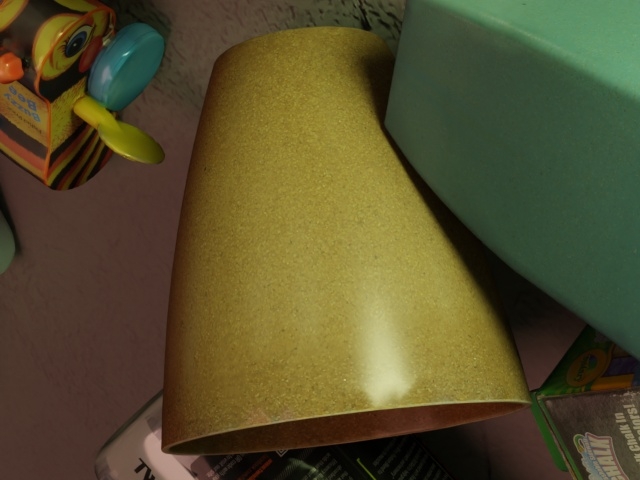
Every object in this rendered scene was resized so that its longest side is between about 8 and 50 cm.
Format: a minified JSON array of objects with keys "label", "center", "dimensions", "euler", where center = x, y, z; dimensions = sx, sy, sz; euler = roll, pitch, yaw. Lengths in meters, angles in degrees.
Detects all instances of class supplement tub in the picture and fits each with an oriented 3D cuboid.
[{"label":"supplement tub","center":[0.006,0.226,1.184],"dimensions":[0.338,0.207,0.207],"euler":[48,136,-1]}]

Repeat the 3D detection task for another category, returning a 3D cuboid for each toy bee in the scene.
[{"label":"toy bee","center":[-0.203,-0.140,1.112],"dimensions":[0.195,0.162,0.298],"euler":[20,130,27]}]

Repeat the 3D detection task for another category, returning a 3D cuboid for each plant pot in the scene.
[{"label":"plant pot","center":[0.000,0.000,1.001],"dimensions":[0.237,0.237,0.254],"euler":[-20,73,44]},{"label":"plant pot","center":[0.164,-0.074,0.885],"dimensions":[0.234,0.165,0.165],"euler":[33,135,25]}]

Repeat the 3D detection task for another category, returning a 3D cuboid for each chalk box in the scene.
[{"label":"chalk box","center":[0.236,0.109,0.981],"dimensions":[0.213,0.132,0.132],"euler":[-10,115,42]}]

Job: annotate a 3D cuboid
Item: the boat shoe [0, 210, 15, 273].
[{"label":"boat shoe","center":[-0.335,-0.051,1.344],"dimensions":[0.083,0.065,0.183],"euler":[11,127,33]}]
